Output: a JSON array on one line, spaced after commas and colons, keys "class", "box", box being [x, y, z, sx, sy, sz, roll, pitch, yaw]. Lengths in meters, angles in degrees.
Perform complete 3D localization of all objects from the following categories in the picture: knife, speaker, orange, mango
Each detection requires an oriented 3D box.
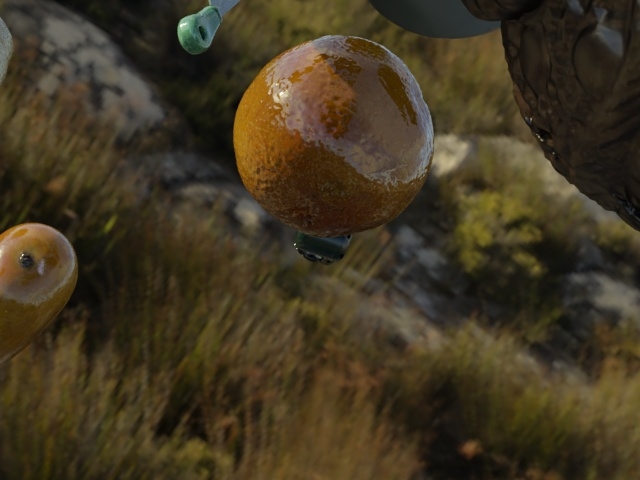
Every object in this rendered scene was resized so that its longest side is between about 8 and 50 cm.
[{"class": "knife", "box": [-0.155, -0.345, 1.993, 0.063, 0.035, 0.260, 65, 25, -24]}, {"class": "speaker", "box": [-0.001, 0.005, 1.886, 0.075, 0.094, 0.060, 18, 38, -4]}, {"class": "orange", "box": [0.021, -0.133, 1.702, 0.264, 0.264, 0.264, 31, 19, -12]}, {"class": "mango", "box": [-0.449, 0.088, 1.954, 0.139, 0.254, 0.175, 39, 21, 6]}]

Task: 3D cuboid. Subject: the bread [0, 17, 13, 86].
[{"class": "bread", "box": [-0.535, -0.270, 1.996, 0.141, 0.148, 0.134, -97, 163, -59]}]

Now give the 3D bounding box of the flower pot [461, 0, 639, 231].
[{"class": "flower pot", "box": [0.182, -0.172, 0.807, 0.267, 0.266, 0.266, 34, 18, -15]}]

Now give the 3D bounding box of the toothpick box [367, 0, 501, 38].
[{"class": "toothpick box", "box": [0.097, -0.326, 1.246, 0.263, 0.263, 0.355, 42, 4, 19]}]
